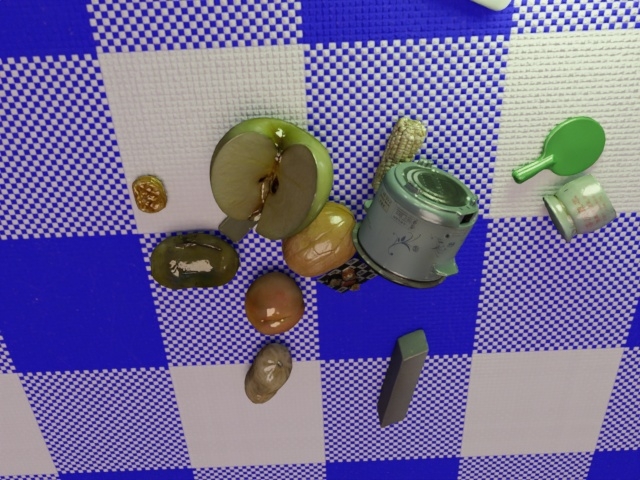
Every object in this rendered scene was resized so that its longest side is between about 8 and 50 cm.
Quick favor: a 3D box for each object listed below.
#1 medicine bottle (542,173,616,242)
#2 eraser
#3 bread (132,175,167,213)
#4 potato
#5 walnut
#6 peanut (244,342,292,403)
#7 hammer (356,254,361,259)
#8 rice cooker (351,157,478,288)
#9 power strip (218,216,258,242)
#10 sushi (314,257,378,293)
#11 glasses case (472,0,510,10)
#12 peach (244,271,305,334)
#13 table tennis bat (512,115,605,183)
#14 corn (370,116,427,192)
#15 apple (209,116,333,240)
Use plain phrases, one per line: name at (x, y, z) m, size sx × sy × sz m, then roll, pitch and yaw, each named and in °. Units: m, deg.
medicine bottle at (0.690, -0.086, 1.491) m, size 0.143 × 0.147 × 0.147 m, roll -29°, pitch 116°, yaw 16°
eraser at (0.263, 0.450, 1.802) m, size 0.078 × 0.111 × 0.352 m, roll 8°, pitch 118°, yaw -8°
bread at (-0.462, -0.125, 1.507) m, size 0.083 × 0.044 × 0.110 m, roll -8°, pitch 121°, yaw 0°
potato at (-0.352, 0.061, 1.555) m, size 0.249 × 0.143 × 0.169 m, roll 3°, pitch 129°, yaw -3°
walnut at (0.000, 0.000, 1.498) m, size 0.226 × 0.193 × 0.193 m, roll -39°, pitch 113°, yaw 8°
peanut at (-0.168, 0.429, 1.775) m, size 0.129 × 0.129 × 0.224 m, roll 20°, pitch 119°, yaw -12°
hammer at (0.147, -0.010, 1.595) m, size 0.058 × 0.029 × 0.292 m, roll 23°, pitch 114°, yaw -16°
rice cooker at (0.232, -0.029, 1.379) m, size 0.264 × 0.317 × 0.316 m, roll -17°, pitch 131°, yaw -44°
power strip at (-0.209, -0.067, 1.552) m, size 0.076 × 0.028 × 0.169 m, roll 40°, pitch 113°, yaw -20°
sushi at (0.088, 0.118, 1.597) m, size 0.139 × 0.031 × 0.201 m, roll -30°, pitch 152°, yaw 17°
glasses case at (0.347, -0.587, 1.260) m, size 0.197 × 0.049 × 0.076 m, roll 19°, pitch 117°, yaw -11°
peach at (-0.136, 0.187, 1.613) m, size 0.185 × 0.184 × 0.184 m, roll 0°, pitch 119°, yaw -1°
table tennis bat at (0.632, -0.227, 1.477) m, size 0.257 × 0.039 × 0.160 m, roll -29°, pitch 116°, yaw 9°
corn at (0.205, -0.219, 1.449) m, size 0.087 × 0.087 × 0.210 m, roll 16°, pitch 121°, yaw -10°
apple at (-0.115, -0.161, 1.382) m, size 0.295 × 0.233 × 0.257 m, roll 22°, pitch 124°, yaw 4°
